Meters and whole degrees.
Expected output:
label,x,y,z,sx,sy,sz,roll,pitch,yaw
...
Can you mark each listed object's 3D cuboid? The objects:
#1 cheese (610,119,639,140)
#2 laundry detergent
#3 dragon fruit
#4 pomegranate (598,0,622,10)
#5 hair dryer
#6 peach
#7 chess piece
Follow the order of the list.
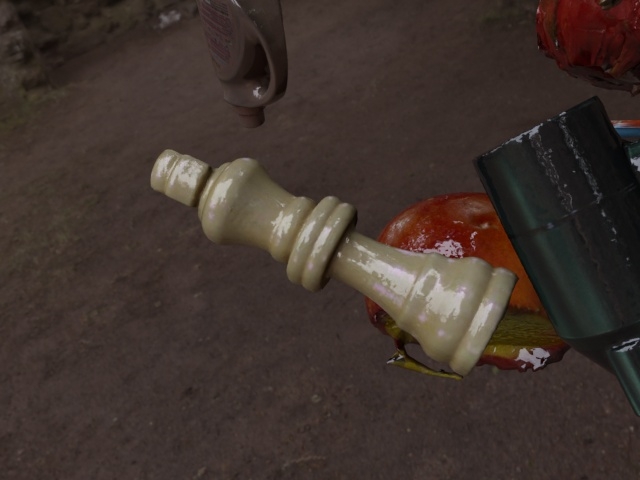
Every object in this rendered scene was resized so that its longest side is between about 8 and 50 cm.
label,x,y,z,sx,sy,sz,roll,pitch,yaw
cheese,0.574,-0.223,1.404,0.256,0.037,0.106,1,0,-14
laundry detergent,-0.094,-0.244,0.939,0.076,0.237,0.171,-27,44,-20
dragon fruit,0.481,-0.379,1.069,0.296,0.301,0.295,17,7,-2
pomegranate,0.259,-0.307,0.629,0.196,0.196,0.196,-15,29,9
hair dryer,0.306,-0.026,0.540,0.302,0.244,0.116,-28,1,19
peach,0.284,0.071,1.306,0.406,0.335,0.310,7,56,-5
chess piece,0.000,0.000,0.736,0.397,0.117,0.117,26,44,9
